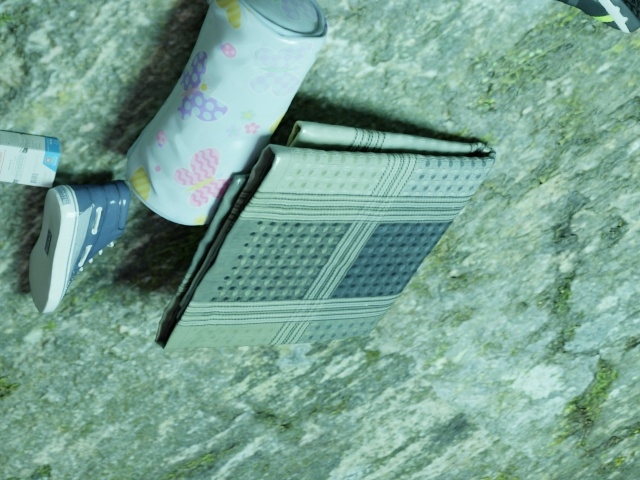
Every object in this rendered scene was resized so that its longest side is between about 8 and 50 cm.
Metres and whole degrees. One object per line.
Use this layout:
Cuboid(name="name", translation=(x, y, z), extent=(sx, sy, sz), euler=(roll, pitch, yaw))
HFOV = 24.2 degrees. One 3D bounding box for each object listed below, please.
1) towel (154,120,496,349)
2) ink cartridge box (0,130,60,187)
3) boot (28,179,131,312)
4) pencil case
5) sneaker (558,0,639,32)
Cuboid(name="towel", translation=(0.000, 0.000, 1.651), extent=(0.324, 0.056, 0.312), euler=(-1, 137, -40))
Cuboid(name="ink cartridge box", translation=(-0.320, -0.087, 1.568), extent=(0.083, 0.028, 0.048), euler=(8, 128, -19))
Cuboid(name="boot", translation=(-0.264, 0.009, 1.643), extent=(0.086, 0.069, 0.190), euler=(-10, 146, -29))
Cuboid(name="pencil case", translation=(-0.099, -0.142, 1.511), extent=(0.124, 0.113, 0.273), euler=(20, 124, -17))
Cuboid(name="sneaker", translation=(0.233, -0.282, 1.502), extent=(0.097, 0.084, 0.234), euler=(-22, 136, 40))
